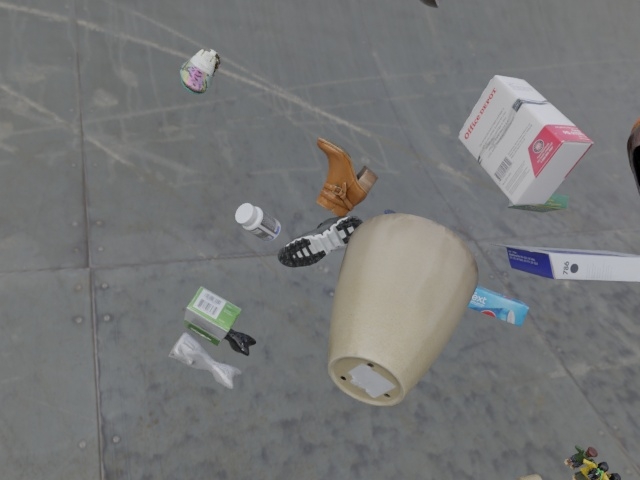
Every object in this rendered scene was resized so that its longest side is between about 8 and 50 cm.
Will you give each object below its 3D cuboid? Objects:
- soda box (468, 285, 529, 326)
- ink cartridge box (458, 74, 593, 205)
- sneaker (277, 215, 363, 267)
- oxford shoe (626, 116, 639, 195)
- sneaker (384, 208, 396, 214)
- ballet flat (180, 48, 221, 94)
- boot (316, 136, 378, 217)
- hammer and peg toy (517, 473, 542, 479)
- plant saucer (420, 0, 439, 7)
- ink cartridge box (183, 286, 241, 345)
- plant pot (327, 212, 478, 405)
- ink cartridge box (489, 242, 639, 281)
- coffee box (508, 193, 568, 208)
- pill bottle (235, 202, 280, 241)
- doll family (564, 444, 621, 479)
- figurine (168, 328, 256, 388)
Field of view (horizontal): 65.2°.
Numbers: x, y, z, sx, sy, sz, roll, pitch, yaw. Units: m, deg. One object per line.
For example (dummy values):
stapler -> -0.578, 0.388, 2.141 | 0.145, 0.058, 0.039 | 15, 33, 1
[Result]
soda box -> 0.550, 0.201, 1.610 | 0.210, 0.071, 0.067 | 20, 10, 5
ink cartridge box -> 0.430, -0.218, 1.084 | 0.100, 0.172, 0.237 | -4, 49, -27
sneaker -> 0.000, 0.000, 1.295 | 0.234, 0.078, 0.106 | -26, 13, 3
oxford shoe -> 0.467, -0.032, 0.644 | 0.098, 0.097, 0.271 | -41, 100, -34
sneaker -> 0.259, -0.045, 1.729 | 0.053, 0.059, 0.144 | -10, 58, -40
ballet flat -> -0.266, -0.399, 1.144 | 0.077, 0.079, 0.221 | 34, 22, -19
boot -> 0.034, -0.160, 1.300 | 0.197, 0.152, 0.073 | 39, 14, -7
hammer and peg toy -> 0.575, 0.841, 1.331 | 0.128, 0.361, 0.266 | -9, 2, 2
plant saucer -> 0.264, -0.797, 1.399 | 0.050, 0.310, 0.310 | -16, 38, 21
ink cartridge box -> -0.266, 0.187, 1.209 | 0.109, 0.209, 0.062 | 31, 63, -4
plant pot -> 0.122, 0.134, 0.870 | 0.257, 0.256, 0.274 | 25, 46, 6
ink cartridge box -> 0.581, 0.052, 1.169 | 0.333, 0.065, 0.165 | 4, 5, -12
coffee box -> 0.630, -0.111, 1.464 | 0.113, 0.040, 0.184 | 8, 0, 3
pill bottle -> -0.189, -0.055, 1.512 | 0.137, 0.078, 0.078 | 37, 20, -51
doll family -> 0.744, 0.631, 1.316 | 0.193, 0.111, 0.076 | 42, 37, 12
figurine -> -0.306, 0.313, 1.466 | 0.210, 0.092, 0.214 | 34, 35, -9
